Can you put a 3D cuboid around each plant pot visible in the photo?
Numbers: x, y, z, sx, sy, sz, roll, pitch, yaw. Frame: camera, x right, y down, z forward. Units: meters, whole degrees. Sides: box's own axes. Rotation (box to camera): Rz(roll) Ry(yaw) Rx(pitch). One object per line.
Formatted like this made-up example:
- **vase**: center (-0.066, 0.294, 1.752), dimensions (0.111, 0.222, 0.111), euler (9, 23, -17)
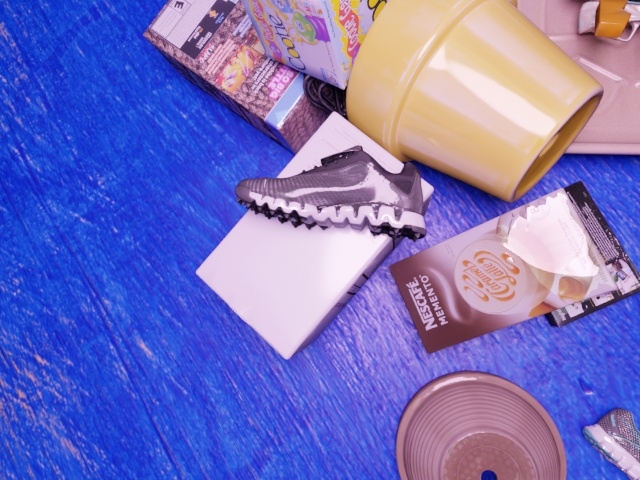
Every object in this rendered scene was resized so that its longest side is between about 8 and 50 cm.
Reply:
- **plant pot**: center (0.203, -0.184, 0.577), dimensions (0.254, 0.254, 0.239), euler (-47, 66, 1)
- **plant pot**: center (0.224, 0.308, 0.615), dimensions (0.237, 0.110, 0.237), euler (-1, 82, 9)

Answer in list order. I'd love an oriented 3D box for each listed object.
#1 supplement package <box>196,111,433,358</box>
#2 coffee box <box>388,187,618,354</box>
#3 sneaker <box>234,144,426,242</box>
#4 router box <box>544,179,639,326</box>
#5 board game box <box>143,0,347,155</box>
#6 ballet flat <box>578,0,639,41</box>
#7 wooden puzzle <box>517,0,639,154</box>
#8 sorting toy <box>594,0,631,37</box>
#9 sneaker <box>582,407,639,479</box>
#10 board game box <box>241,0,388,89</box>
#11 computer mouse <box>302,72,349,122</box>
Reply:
- **supplement package**: center (0.000, 0.000, 0.662), dimensions (0.177, 0.175, 0.293), euler (41, 90, 12)
- **coffee box**: center (0.243, 0.049, 0.620), dimensions (0.247, 0.098, 0.141), euler (-28, 77, 22)
- **sneaker**: center (0.016, -0.066, 0.542), dimensions (0.234, 0.078, 0.106), euler (8, 81, 6)
- **router box**: center (0.365, 0.020, 0.660), dimensions (0.133, 0.046, 0.178), euler (-26, 78, 7)
- **board game box**: center (-0.092, -0.325, 0.741), dimensions (0.291, 0.141, 0.232), euler (37, 90, 13)
- **ballet flat**: center (0.450, -0.304, 0.620), dimensions (0.168, 0.057, 0.052), euler (11, 108, 15)
- **wooden puzzle**: center (0.459, -0.281, 0.675), dimensions (0.322, 0.080, 0.347), euler (3, 78, 10)
- **sorting toy**: center (0.463, -0.373, 0.599), dimensions (0.229, 0.041, 0.307), euler (13, 58, 17)
- **sneaker**: center (0.449, 0.299, 0.601), dimensions (0.166, 0.065, 0.076), euler (44, 87, 11)
- **board game box**: center (0.042, -0.359, 0.562), dimensions (0.142, 0.144, 0.275), euler (32, 79, 25)
- **computer mouse**: center (0.111, -0.274, 0.668), dimensions (0.272, 0.188, 0.072), euler (-50, 57, 2)
